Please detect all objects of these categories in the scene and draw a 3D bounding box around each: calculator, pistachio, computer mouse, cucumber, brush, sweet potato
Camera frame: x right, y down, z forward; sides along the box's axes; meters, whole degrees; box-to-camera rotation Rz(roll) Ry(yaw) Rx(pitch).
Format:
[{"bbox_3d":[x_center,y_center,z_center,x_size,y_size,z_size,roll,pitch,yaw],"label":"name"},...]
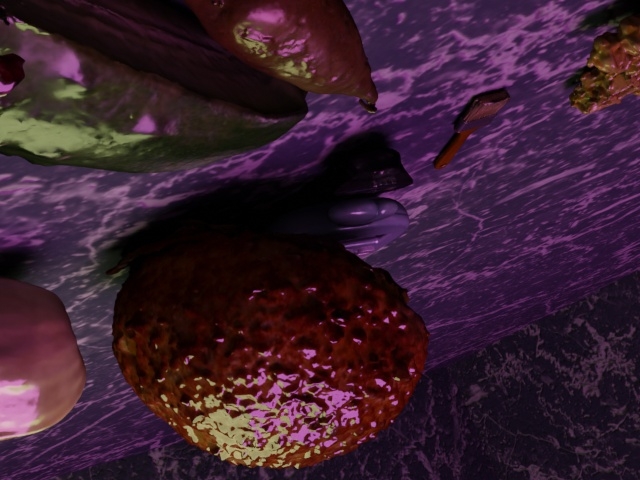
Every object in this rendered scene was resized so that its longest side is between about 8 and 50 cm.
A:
[{"bbox_3d":[0.000,0.000,1.061,0.184,0.042,0.295,-8,166,-24],"label":"calculator"},{"bbox_3d":[-0.326,0.107,0.810,0.230,0.157,0.157,3,153,-31],"label":"pistachio"},{"bbox_3d":[0.049,-0.070,0.923,0.079,0.047,0.135,-6,178,-1],"label":"computer mouse"},{"bbox_3d":[-0.115,-0.087,0.550,0.145,0.105,0.325,-31,165,25],"label":"cucumber"},{"bbox_3d":[0.154,-0.114,0.983,0.043,0.014,0.170,-16,164,-18],"label":"brush"},{"bbox_3d":[-0.045,-0.143,0.515,0.075,0.074,0.269,-31,150,28],"label":"sweet potato"}]

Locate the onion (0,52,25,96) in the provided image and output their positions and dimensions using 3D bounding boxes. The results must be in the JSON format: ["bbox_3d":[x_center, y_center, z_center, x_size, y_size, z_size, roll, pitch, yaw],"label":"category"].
[{"bbox_3d":[-0.260,-0.062,0.367,0.284,0.120,0.227,-13,155,-2],"label":"onion"}]

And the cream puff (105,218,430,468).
[{"bbox_3d":[-0.053,0.122,0.957,0.351,0.228,0.350,2,161,1],"label":"cream puff"}]

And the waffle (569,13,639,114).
[{"bbox_3d":[0.310,-0.182,0.899,0.149,0.051,0.194,-20,169,-7],"label":"waffle"}]
